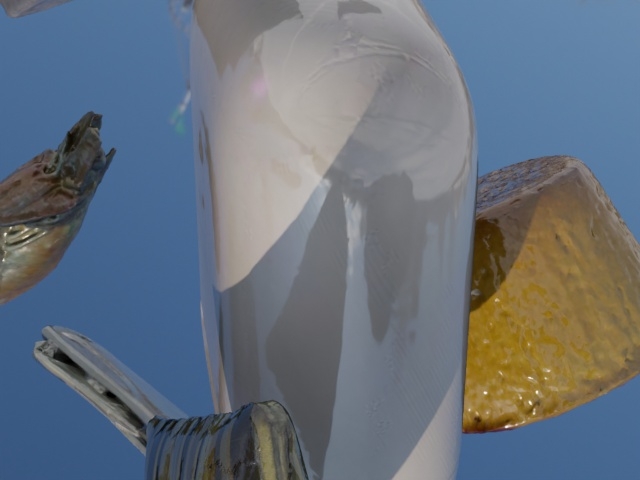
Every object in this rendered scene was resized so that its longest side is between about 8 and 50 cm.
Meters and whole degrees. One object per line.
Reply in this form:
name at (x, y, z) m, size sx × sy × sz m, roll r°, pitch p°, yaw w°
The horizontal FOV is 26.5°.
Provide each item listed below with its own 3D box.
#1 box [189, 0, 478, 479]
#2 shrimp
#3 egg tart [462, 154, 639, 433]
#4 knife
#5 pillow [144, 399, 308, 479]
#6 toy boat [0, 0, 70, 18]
box at (0.001, 0.000, 0.795) m, size 0.141 × 0.349 × 0.289 m, roll -5°, pitch -148°, yaw -9°
shrimp at (-0.311, -0.022, 1.371) m, size 0.168 × 0.317 × 0.077 m, roll -6°, pitch -125°, yaw -46°
egg tart at (0.152, 0.039, 0.998) m, size 0.215 × 0.215 × 0.171 m, roll -37°, pitch -74°, yaw -56°
knife at (-0.146, 0.120, 0.997) m, size 0.073 × 0.041 × 0.265 m, roll 31°, pitch 176°, yaw -37°
pillow at (-0.036, 0.176, 0.585) m, size 0.052 × 0.212 × 0.208 m, roll -6°, pitch -96°, yaw -21°
toy boat at (-0.159, -0.290, 0.893) m, size 0.293 × 0.276 × 0.111 m, roll 53°, pitch -168°, yaw 1°
